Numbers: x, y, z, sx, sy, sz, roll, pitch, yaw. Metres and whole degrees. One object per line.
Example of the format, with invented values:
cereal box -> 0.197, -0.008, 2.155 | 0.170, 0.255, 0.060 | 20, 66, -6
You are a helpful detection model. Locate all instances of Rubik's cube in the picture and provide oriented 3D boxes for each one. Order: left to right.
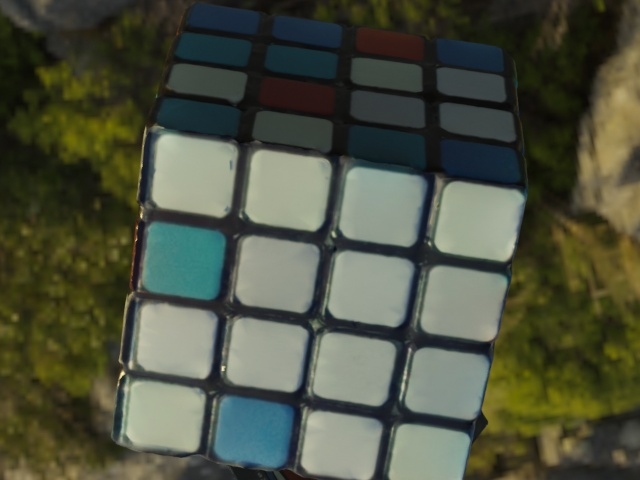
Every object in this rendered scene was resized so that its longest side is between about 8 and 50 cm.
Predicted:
Rubik's cube -> 0.000, 0.000, 0.745 | 0.154, 0.151, 0.155 | 8, 116, -1

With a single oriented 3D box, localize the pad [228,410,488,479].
pad -> 0.014, 0.082, 0.931 | 0.006, 0.170, 0.245 | -23, -171, 32
